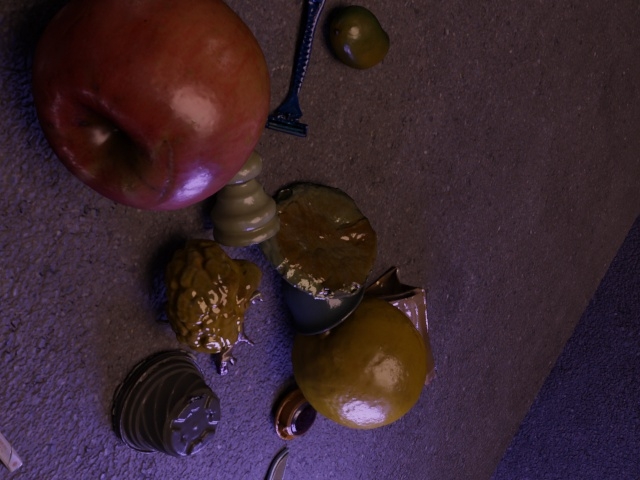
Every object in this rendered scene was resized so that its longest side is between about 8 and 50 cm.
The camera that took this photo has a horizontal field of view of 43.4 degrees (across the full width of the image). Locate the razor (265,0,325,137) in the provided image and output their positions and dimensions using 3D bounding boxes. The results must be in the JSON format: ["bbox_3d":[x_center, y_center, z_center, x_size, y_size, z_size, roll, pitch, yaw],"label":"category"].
[{"bbox_3d":[-0.039,-0.384,1.686,0.056,0.093,0.324,-96,-161,-84],"label":"razor"}]

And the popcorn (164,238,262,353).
[{"bbox_3d":[-0.208,0.103,1.588,0.203,0.200,0.226,-16,83,-23],"label":"popcorn"}]

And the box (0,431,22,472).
[{"bbox_3d":[-0.568,0.278,1.305,0.032,0.122,0.220,-41,135,-29],"label":"box"}]

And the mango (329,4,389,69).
[{"bbox_3d":[0.089,-0.441,1.778,0.191,0.085,0.122,31,80,-51],"label":"mango"}]

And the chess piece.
[{"bbox_3d":[-0.167,-0.131,1.596,0.144,0.144,0.251,-31,123,-38],"label":"chess piece"}]

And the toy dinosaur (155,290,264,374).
[{"bbox_3d":[-0.212,0.177,1.738,0.200,0.072,0.251,-46,147,-14],"label":"toy dinosaur"}]

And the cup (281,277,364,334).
[{"bbox_3d":[-0.018,0.099,1.867,0.199,0.199,0.150,-46,117,-26],"label":"cup"}]

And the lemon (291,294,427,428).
[{"bbox_3d":[0.093,0.291,1.957,0.348,0.348,0.348,-26,126,-41],"label":"lemon"}]

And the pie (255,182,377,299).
[{"bbox_3d":[0.000,0.000,1.792,0.306,0.071,0.306,11,63,-24],"label":"pie"}]

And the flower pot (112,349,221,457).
[{"bbox_3d":[-0.297,0.354,1.662,0.235,0.140,0.236,-24,123,-43],"label":"flower pot"}]

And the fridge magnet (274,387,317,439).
[{"bbox_3d":[-0.060,0.445,2.056,0.143,0.063,0.143,-22,122,-40],"label":"fridge magnet"}]

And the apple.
[{"bbox_3d":[-0.250,-0.235,1.259,0.364,0.364,0.364,-26,126,-41],"label":"apple"}]

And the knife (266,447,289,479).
[{"bbox_3d":[-0.149,0.704,2.108,0.061,0.027,0.343,19,89,-49],"label":"knife"}]

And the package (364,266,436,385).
[{"bbox_3d":[0.217,0.265,2.223,0.221,0.165,0.311,-36,132,-34],"label":"package"}]
